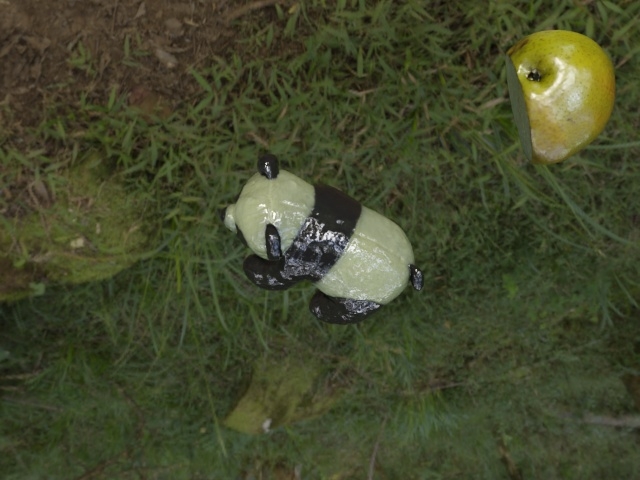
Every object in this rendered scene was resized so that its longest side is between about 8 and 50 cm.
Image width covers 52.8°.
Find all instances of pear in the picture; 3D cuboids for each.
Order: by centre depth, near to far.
[{"bbox_3d":[0.256,-0.153,0.680,0.104,0.141,0.141,-14,131,16],"label":"pear"}]

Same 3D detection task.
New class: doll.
[{"bbox_3d":[0.002,0.000,0.743,0.234,0.143,0.135,29,157,-12],"label":"doll"}]
